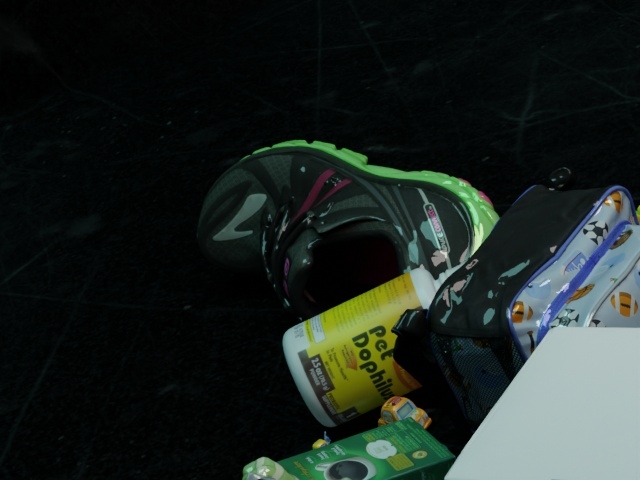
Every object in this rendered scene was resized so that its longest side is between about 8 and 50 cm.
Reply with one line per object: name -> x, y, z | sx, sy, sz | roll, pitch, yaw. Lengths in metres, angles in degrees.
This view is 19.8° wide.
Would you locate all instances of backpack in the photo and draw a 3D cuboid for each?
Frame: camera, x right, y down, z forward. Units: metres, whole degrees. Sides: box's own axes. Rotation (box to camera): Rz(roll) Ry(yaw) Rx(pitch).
backpack -> 0.238, 0.107, 1.668 | 0.213, 0.263, 0.276 | 11, 42, 43

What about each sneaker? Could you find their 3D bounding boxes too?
sneaker -> 0.000, 0.000, 2.185 | 0.483, 0.185, 0.202 | 5, 32, 47

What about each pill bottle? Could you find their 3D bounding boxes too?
pill bottle -> 0.076, 0.106, 1.954 | 0.215, 0.117, 0.117 | -26, 23, 7

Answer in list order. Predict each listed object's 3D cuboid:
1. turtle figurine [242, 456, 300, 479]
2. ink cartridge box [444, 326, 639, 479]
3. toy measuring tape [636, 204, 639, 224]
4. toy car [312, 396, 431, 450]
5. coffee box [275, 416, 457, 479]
turtle figurine -> -0.074, 0.299, 1.580 | 0.266, 0.198, 0.274 | -18, 4, 33
ink cartridge box -> 0.257, 0.229, 1.382 | 0.198, 0.270, 0.197 | -2, 32, 38
toy measuring tape -> 0.263, 0.049, 1.946 | 0.330, 0.121, 0.121 | -35, 27, -28
toy car -> 0.052, 0.199, 1.898 | 0.122, 0.040, 0.060 | -29, 25, -17
coffee box -> 0.032, 0.235, 1.804 | 0.184, 0.040, 0.113 | -17, 22, -17
